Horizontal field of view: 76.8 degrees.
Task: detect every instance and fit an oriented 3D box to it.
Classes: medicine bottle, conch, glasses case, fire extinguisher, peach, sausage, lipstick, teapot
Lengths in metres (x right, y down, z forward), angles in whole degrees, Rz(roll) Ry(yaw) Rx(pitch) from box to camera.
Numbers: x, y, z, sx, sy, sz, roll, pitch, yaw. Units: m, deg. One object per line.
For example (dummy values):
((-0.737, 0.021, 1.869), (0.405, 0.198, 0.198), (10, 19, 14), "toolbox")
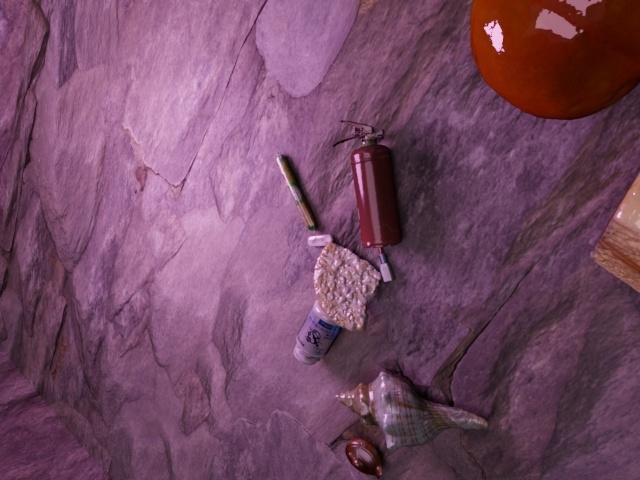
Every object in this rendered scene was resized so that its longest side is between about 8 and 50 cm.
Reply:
((-0.006, 0.271, 1.191), (0.107, 0.107, 0.192), (36, 114, 19), "medicine bottle")
((0.222, 0.474, 1.073), (0.385, 0.169, 0.203), (17, 132, 27), "conch")
((0.000, 0.000, 1.188), (0.083, 0.021, 0.032), (-4, 95, 30), "glasses case")
((0.117, -0.150, 1.043), (0.147, 0.106, 0.337), (-7, 95, 18), "fire extinguisher")
((0.448, -0.386, 0.697), (0.343, 0.342, 0.302), (-48, 62, 27), "peach")
((-0.073, -0.143, 1.196), (0.032, 0.032, 0.269), (-28, 85, 30), "sausage")
((0.173, 0.059, 1.101), (0.025, 0.025, 0.107), (-19, 84, 30), "lipstick")
((0.129, 0.651, 1.200), (0.129, 0.078, 0.098), (33, 113, 20), "teapot")

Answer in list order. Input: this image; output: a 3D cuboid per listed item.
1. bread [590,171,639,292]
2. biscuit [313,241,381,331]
((0.635, -0.076, 0.660), (0.242, 0.345, 0.405), (35, 106, 28), "bread")
((0.077, 0.122, 1.118), (0.188, 0.040, 0.266), (-16, 72, 5), "biscuit")
